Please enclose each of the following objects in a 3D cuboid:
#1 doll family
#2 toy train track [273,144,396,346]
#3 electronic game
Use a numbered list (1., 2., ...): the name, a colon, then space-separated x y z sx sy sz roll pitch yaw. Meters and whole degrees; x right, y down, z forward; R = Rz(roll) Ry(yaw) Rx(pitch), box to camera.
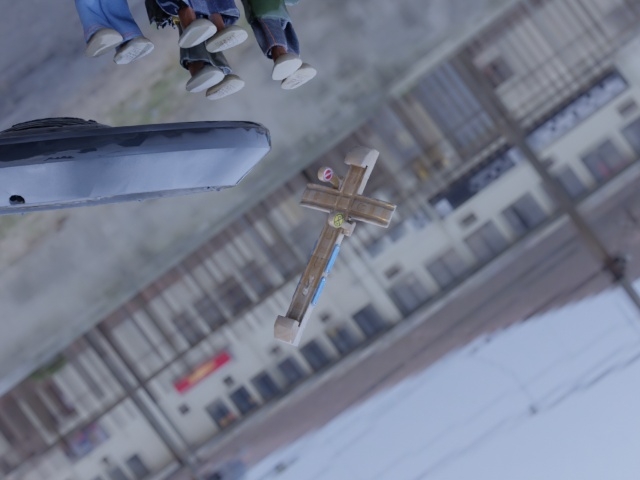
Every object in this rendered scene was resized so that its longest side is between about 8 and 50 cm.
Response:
1. doll family: -0.081 -0.142 0.913 0.076 0.111 0.193 -25 161 21
2. toy train track: 0.000 0.000 0.661 0.048 0.014 0.083 15 -101 43
3. electronic game: -0.139 -0.040 0.881 0.229 0.048 0.229 -7 180 0
